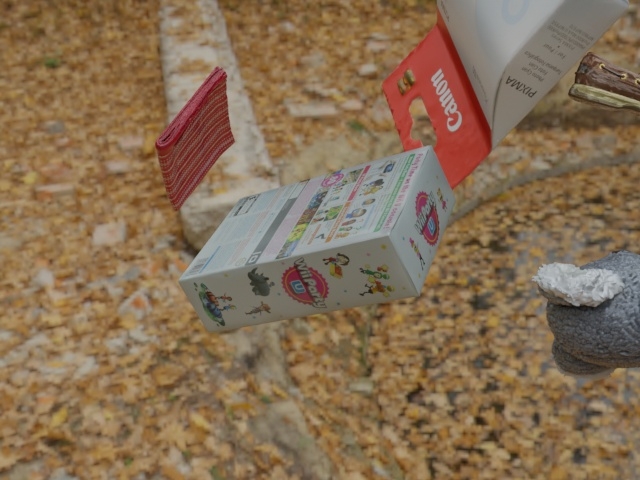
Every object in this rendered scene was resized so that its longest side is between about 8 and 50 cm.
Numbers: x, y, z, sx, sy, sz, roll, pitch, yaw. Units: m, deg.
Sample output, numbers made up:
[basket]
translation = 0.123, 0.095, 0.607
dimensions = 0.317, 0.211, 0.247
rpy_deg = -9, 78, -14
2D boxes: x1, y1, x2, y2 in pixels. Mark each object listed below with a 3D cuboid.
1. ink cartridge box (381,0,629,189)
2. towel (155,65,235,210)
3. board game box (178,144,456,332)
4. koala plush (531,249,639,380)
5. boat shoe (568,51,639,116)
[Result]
[ink cartridge box]
translation = 0.203, -0.275, 1.336
dimensions = 0.091, 0.385, 0.308
rpy_deg = 23, 36, -31
[towel]
translation = -0.228, -0.182, 1.834
dimensions = 0.031, 0.275, 0.199
rpy_deg = 32, 70, 11
[board game box]
translation = 0.000, 0.000, 1.276
dimensions = 0.303, 0.098, 0.224
rpy_deg = -14, 27, 29
[koala plush]
translation = 0.320, 0.069, 0.946
dimensions = 0.221, 0.196, 0.203
rpy_deg = -3, 54, 17
[boat shoe]
translation = 0.372, -0.167, 1.108
dimensions = 0.177, 0.060, 0.064
rpy_deg = 15, 7, 2
